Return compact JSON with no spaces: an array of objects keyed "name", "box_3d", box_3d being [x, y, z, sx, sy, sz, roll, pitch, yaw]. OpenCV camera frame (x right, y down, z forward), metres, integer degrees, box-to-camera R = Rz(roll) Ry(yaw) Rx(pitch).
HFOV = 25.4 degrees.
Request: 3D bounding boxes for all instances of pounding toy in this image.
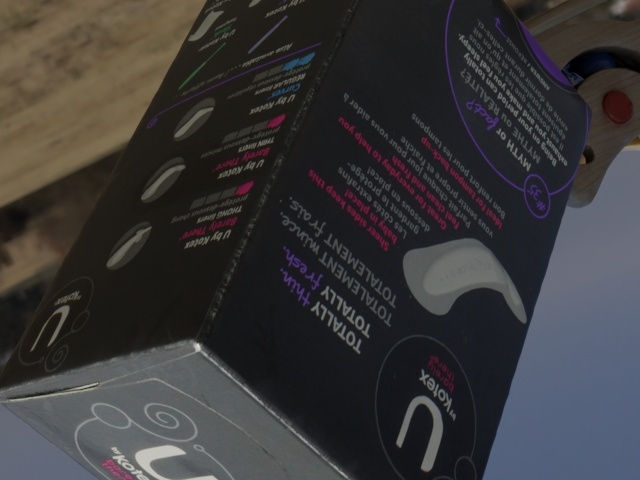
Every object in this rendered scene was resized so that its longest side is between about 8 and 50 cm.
[{"name":"pounding toy","box_3d":[0.216,-0.104,1.125,0.269,0.154,0.155,-8,167,-29]}]

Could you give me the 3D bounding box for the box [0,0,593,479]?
[{"name":"box","box_3d":[0.000,0.000,0.658,0.143,0.165,0.270,-17,-142,42]}]
